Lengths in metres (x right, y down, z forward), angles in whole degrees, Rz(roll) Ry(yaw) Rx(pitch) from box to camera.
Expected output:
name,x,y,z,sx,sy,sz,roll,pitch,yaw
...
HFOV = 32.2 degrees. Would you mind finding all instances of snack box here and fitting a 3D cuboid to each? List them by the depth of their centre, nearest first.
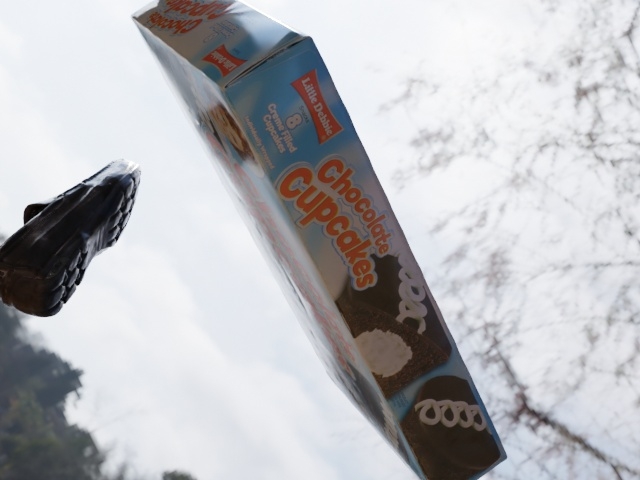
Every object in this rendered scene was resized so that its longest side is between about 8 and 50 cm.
name,x,y,z,sx,sy,sz,roll,pitch,yaw
snack box,0.000,0.000,0.702,0.322,0.060,0.187,63,-11,-30

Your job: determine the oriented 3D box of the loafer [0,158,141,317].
name,x,y,z,sx,sy,sz,roll,pitch,yaw
loafer,-0.226,-0.016,0.989,0.078,0.223,0.076,21,-55,5
